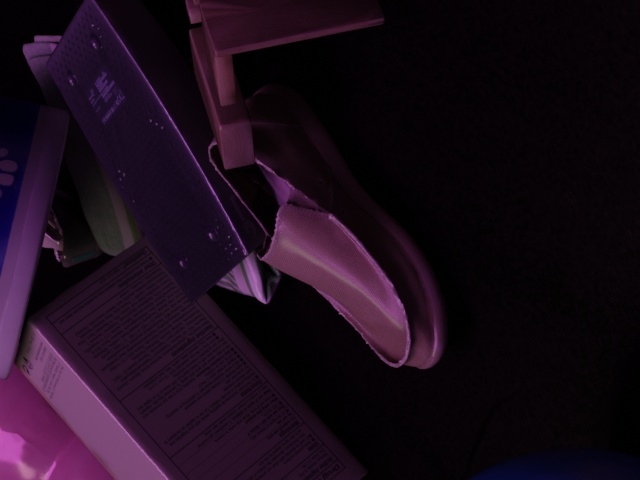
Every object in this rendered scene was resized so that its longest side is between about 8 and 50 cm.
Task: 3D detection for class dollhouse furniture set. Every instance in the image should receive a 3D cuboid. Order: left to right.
[{"bbox_3d":[-0.029,-0.147,1.325,0.151,0.123,0.144,86,168,-49],"label":"dollhouse furniture set"}]

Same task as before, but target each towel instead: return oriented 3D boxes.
[{"bbox_3d":[-0.162,-0.071,1.644,0.325,0.038,0.247,13,126,53],"label":"towel"}]

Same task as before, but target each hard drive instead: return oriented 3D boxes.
[{"bbox_3d":[-0.137,-0.082,1.499,0.254,0.054,0.172,58,152,4],"label":"hard drive"}]

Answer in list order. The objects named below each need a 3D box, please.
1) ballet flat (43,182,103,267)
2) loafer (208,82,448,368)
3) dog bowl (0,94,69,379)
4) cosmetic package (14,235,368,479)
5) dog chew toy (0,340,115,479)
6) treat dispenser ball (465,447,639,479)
[{"bbox_3d":[-0.310,-0.046,1.864,0.213,0.068,0.072,41,145,32],"label":"ballet flat"},{"bbox_3d":[0.000,0.000,1.395,0.268,0.092,0.102,54,151,15],"label":"loafer"},{"bbox_3d":[-0.318,-0.007,1.656,0.265,0.104,0.264,-166,90,-80],"label":"dog bowl"},{"bbox_3d":[-0.124,0.164,1.629,0.309,0.160,0.113,49,150,10],"label":"cosmetic package"},{"bbox_3d":[-0.223,0.242,1.856,0.332,0.207,0.206,36,142,25],"label":"dog chew toy"},{"bbox_3d":[0.175,0.283,1.167,0.288,0.288,0.288,38,143,35],"label":"treat dispenser ball"}]
